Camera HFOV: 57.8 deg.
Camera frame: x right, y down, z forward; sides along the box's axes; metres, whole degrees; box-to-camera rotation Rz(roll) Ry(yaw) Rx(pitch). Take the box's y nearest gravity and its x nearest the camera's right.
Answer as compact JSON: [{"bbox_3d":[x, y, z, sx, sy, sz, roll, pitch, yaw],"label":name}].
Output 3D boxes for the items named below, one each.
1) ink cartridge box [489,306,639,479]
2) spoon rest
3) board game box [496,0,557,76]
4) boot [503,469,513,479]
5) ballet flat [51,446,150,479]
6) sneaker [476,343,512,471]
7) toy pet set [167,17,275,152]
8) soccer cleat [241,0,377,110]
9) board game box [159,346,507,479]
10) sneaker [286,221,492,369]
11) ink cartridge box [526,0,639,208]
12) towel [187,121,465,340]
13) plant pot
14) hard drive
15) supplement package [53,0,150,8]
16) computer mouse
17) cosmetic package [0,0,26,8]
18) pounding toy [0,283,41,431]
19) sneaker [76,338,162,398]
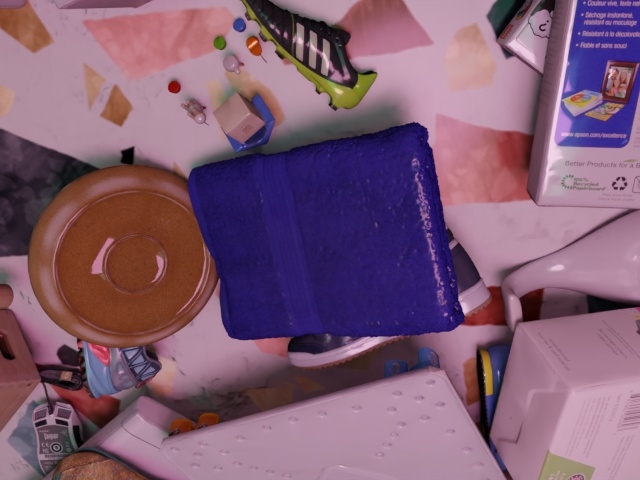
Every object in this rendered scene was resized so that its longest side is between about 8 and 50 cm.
[{"bbox_3d":[0.410,0.192,0.717,0.353,0.119,0.207,-5,122,-11],"label":"ink cartridge box"},{"bbox_3d":[0.352,0.039,0.731,0.276,0.084,0.137,-15,112,-4],"label":"spoon rest"},{"bbox_3d":[0.376,-0.210,0.632,0.305,0.053,0.193,32,111,-9],"label":"board game box"},{"bbox_3d":[0.336,0.352,0.872,0.118,0.042,0.087,38,116,-10],"label":"boot"},{"bbox_3d":[-0.225,0.412,0.822,0.123,0.123,0.348,-41,119,18],"label":"ballet flat"},{"bbox_3d":[0.266,0.240,0.812,0.082,0.069,0.209,-6,111,4],"label":"sneaker"},{"bbox_3d":[-0.098,-0.172,0.689,0.122,0.065,0.114,-37,70,14],"label":"toy pet set"},{"bbox_3d":[-0.013,-0.225,0.655,0.179,0.060,0.072,41,99,-19],"label":"soccer cleat"},{"bbox_3d":[0.047,0.327,0.804,0.390,0.050,0.390,-20,124,18],"label":"board game box"},{"bbox_3d":[0.055,0.057,0.740,0.282,0.099,0.153,-24,96,24],"label":"sneaker"},{"bbox_3d":[0.323,-0.210,0.571,0.176,0.069,0.371,3,116,5],"label":"ink cartridge box"},{"bbox_3d":[0.000,0.000,0.669,0.308,0.076,0.227,-6,102,31],"label":"towel"},{"bbox_3d":[-0.229,0.026,0.715,0.236,0.032,0.236,-7,105,-27],"label":"plant pot"},{"bbox_3d":[-0.299,0.399,0.899,0.353,0.047,0.233,-40,120,17],"label":"hard drive"},{"bbox_3d":[-0.194,-0.344,0.540,0.149,0.194,0.203,-20,110,11],"label":"supplement package"},{"bbox_3d":[-0.404,0.277,0.889,0.106,0.042,0.193,-1,106,-1],"label":"computer mouse"},{"bbox_3d":[-0.472,-0.378,0.439,0.327,0.393,0.329,14,113,-2],"label":"cosmetic package"},{"bbox_3d":[-0.460,0.138,0.804,0.206,0.094,0.181,-47,63,19],"label":"pounding toy"},{"bbox_3d":[-0.269,0.076,0.784,0.125,0.104,0.261,-7,106,-24],"label":"sneaker"}]
